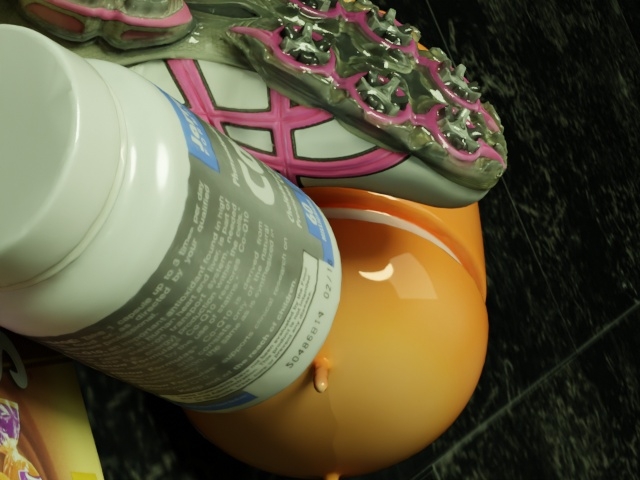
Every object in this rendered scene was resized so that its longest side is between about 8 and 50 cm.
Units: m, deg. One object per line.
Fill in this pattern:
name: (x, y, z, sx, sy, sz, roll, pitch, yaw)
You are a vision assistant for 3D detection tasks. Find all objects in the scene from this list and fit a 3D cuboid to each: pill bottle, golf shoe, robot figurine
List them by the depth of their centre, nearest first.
pill bottle: (-0.056, -0.004, 0.520, 0.137, 0.078, 0.078, 34, 38, -58)
golf shoe: (-0.031, -0.047, 0.614, 0.186, 0.086, 0.067, 20, 36, -10)
robot figurine: (0.000, -0.001, 0.727, 0.128, 0.158, 0.219, 30, 38, -29)

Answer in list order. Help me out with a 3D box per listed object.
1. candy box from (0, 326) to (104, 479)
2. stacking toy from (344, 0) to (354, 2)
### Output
candy box: (-0.115, 0.038, 0.515, 0.109, 0.053, 0.187, 20, 52, -63)
stacking toy: (-0.020, -0.194, 0.895, 0.166, 0.175, 0.302, -15, 96, -68)
